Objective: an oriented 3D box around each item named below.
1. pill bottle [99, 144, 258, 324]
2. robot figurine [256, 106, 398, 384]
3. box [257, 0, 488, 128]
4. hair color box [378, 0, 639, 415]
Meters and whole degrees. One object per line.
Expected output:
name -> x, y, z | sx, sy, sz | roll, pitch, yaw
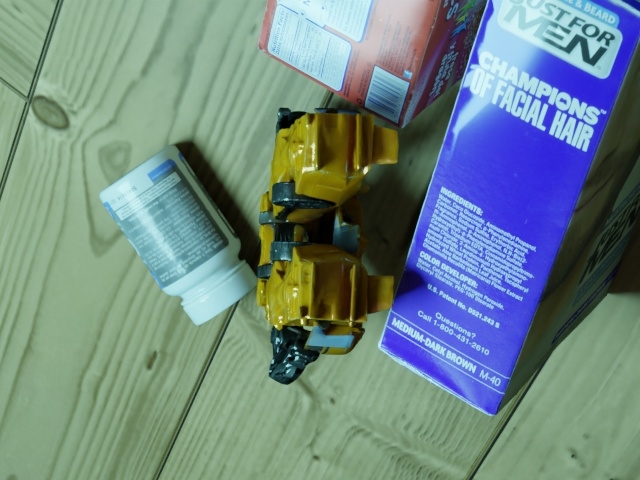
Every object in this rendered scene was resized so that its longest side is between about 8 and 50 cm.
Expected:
pill bottle -> -0.115, -0.003, 1.642 | 0.078, 0.078, 0.137 | -29, 97, 44
robot figurine -> 0.000, 0.000, 1.450 | 0.085, 0.291, 0.211 | 3, 85, -5
box -> 0.061, -0.225, 1.341 | 0.128, 0.122, 0.257 | 30, 131, 17
hair color box -> 0.162, -0.067, 1.323 | 0.110, 0.185, 0.339 | 29, 131, 19
